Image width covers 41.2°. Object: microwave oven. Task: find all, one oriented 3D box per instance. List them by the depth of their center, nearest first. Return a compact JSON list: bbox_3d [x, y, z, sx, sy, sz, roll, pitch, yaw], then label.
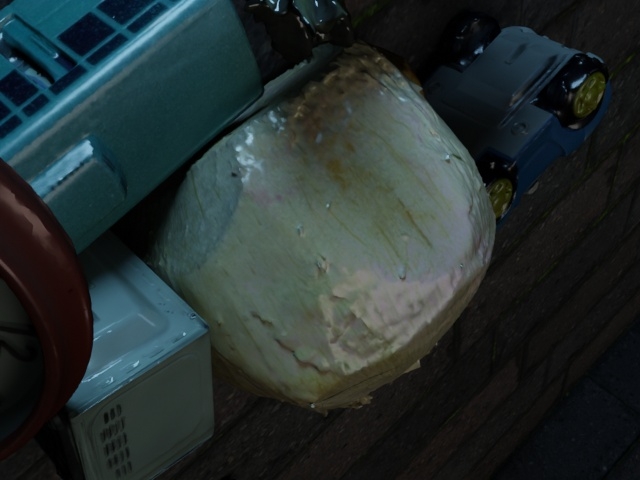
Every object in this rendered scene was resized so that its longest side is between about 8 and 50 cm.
[{"bbox_3d":[-0.192,0.077,0.653,0.122,0.208,0.162,-33,146,-30],"label":"microwave oven"}]

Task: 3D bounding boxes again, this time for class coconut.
[{"bbox_3d":[0.000,0.000,0.712,0.297,0.254,0.297,-38,-168,10],"label":"coconut"}]

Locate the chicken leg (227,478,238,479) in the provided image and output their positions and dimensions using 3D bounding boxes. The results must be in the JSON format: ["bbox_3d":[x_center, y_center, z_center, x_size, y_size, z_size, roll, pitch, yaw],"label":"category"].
[{"bbox_3d":[-0.241,0.508,1.192,0.407,0.096,0.158,-51,155,-5],"label":"chicken leg"}]

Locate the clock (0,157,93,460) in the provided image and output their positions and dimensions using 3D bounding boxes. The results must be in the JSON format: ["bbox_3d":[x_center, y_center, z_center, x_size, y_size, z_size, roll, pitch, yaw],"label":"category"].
[{"bbox_3d":[-0.283,0.027,0.457,0.319,0.080,0.318,-1,133,-1],"label":"clock"}]

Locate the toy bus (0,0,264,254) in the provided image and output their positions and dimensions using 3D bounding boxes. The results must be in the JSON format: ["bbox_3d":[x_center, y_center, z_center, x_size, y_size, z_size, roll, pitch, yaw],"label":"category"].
[{"bbox_3d":[-0.173,-0.082,0.570,0.256,0.147,0.128,-44,148,-15],"label":"toy bus"}]

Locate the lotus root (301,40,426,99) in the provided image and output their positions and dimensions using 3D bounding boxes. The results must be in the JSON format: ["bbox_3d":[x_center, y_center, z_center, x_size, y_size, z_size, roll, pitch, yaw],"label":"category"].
[{"bbox_3d":[0.035,-0.139,0.871,0.159,0.095,0.135,-3,132,-2],"label":"lotus root"}]

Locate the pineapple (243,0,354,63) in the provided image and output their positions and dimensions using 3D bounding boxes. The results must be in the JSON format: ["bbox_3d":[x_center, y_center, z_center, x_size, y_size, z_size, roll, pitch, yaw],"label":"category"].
[{"bbox_3d":[0.034,-0.234,0.555,0.357,0.223,0.223,-55,157,-34],"label":"pineapple"}]

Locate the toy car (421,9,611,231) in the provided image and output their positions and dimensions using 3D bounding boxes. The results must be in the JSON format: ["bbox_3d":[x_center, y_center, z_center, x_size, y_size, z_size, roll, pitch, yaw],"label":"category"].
[{"bbox_3d":[0.185,-0.112,0.974,0.314,0.198,0.166,-48,140,-10],"label":"toy car"}]
